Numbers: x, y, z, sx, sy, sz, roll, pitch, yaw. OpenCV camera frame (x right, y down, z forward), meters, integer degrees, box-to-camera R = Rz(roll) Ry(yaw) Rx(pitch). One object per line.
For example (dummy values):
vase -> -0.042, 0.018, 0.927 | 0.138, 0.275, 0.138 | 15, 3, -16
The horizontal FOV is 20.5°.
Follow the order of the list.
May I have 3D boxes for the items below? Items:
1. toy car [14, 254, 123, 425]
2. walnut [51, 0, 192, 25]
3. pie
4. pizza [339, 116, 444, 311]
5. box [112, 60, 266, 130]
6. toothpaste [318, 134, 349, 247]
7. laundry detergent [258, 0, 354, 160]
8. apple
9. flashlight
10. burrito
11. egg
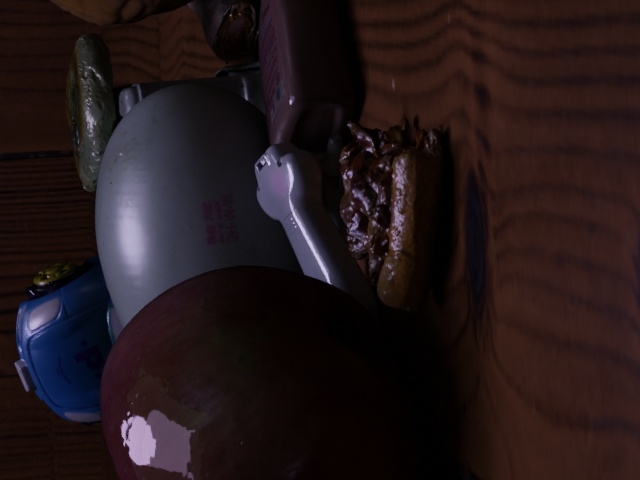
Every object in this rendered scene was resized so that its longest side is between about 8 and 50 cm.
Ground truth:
toy car -> -0.197, 0.094, 2.041 | 0.166, 0.314, 0.198 | 12, 124, 59
walnut -> -0.224, -0.408, 2.066 | 0.333, 0.332, 0.333 | 176, 90, -76
pie -> -0.270, -0.150, 2.070 | 0.187, 0.041, 0.187 | 178, 90, -74
pizza -> 0.050, -0.044, 1.503 | 0.194, 0.069, 0.154 | -123, 31, -60
box -> -0.158, -0.121, 2.092 | 0.312, 0.182, 0.175 | -166, 74, -75
toothpaste -> 0.012, 0.004, 1.741 | 0.060, 0.038, 0.233 | -127, 34, -56
laundry detergent -> -0.027, -0.194, 1.762 | 0.171, 0.076, 0.237 | 108, 154, -58
apple -> -0.047, 0.151, 1.538 | 0.235, 0.305, 0.306 | -47, 32, 16
flashlight -> 0.000, 0.000, 1.677 | 0.200, 0.047, 0.093 | 63, 147, 13
burrito -> -0.120, -0.279, 2.145 | 0.226, 0.060, 0.087 | -122, 36, -61
egg -> -0.114, 0.017, 1.860 | 0.230, 0.230, 0.371 | -136, 34, -70
